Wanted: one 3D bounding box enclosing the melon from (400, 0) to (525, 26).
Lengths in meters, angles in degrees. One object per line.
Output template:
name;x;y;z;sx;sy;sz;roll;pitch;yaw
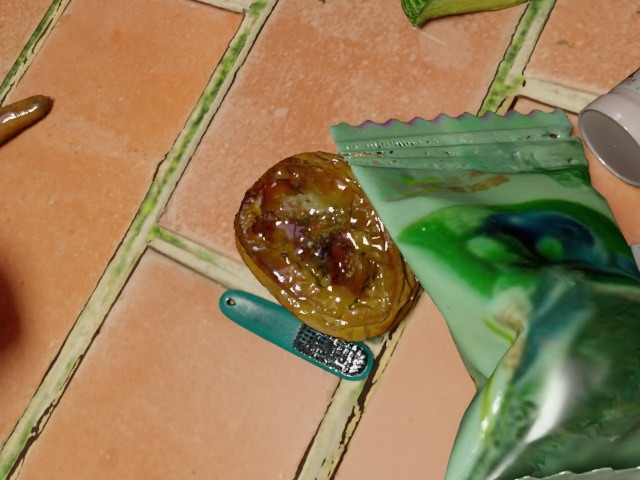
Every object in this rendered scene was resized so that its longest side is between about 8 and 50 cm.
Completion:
melon;0.230;-0.446;0.666;0.331;0.226;0.343;-30;61;52

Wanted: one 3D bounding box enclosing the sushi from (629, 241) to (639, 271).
sushi;0.379;0.081;0.533;0.139;0.031;0.201;-16;67;11

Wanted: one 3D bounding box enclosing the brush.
brush;-0.034;0.097;0.645;0.193;0.032;0.043;23;81;19

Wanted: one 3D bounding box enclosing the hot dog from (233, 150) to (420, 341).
hot dog;0.002;-0.001;0.632;0.227;0.099;0.160;37;83;25

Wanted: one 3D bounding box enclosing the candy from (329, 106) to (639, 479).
candy;0.171;0.023;0.503;0.263;0.172;0.398;0;55;-18

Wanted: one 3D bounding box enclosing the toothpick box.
toothpick box;0.339;-0.133;0.573;0.149;0.098;0.098;-38;67;3

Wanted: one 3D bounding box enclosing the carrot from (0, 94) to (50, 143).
carrot;-0.468;-0.147;0.836;0.210;0.061;0.061;-31;68;1
